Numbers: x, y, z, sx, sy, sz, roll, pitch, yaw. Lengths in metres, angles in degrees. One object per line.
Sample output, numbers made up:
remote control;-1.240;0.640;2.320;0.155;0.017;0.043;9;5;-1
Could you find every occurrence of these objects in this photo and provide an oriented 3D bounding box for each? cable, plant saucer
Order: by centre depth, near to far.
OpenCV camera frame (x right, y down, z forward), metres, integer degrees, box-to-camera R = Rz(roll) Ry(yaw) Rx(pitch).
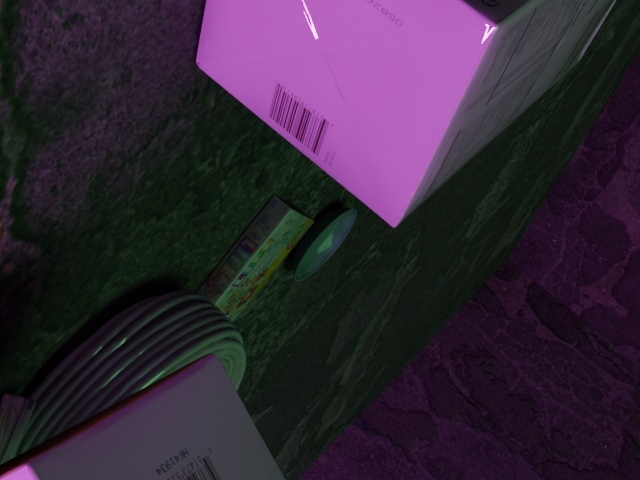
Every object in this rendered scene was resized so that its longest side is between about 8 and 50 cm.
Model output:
cable;-0.187;0.163;1.023;0.257;0.089;0.257;-37;161;-30
plant saucer;0.000;0.000;1.332;0.119;0.021;0.119;-45;165;-16

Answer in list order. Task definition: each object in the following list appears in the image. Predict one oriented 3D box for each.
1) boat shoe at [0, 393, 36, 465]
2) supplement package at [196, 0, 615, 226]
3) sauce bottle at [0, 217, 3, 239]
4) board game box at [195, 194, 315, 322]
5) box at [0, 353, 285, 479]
boat shoe;-0.281;0.175;0.900;0.100;0.035;0.035;-61;-168;23
supplement package;0.083;-0.191;0.730;0.262;0.199;0.198;-40;164;-34
sauce bottle;-0.240;0.008;0.583;0.128;0.042;0.042;-31;157;-49
board game box;-0.076;0.024;1.151;0.154;0.026;0.103;-51;165;5
box;-0.213;0.248;0.752;0.345;0.168;0.215;-30;179;27
